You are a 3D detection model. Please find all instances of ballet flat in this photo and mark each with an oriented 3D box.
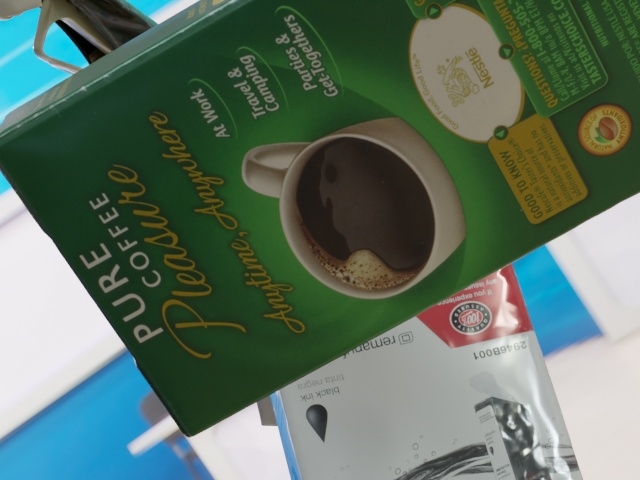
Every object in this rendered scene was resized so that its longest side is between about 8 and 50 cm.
[{"bbox_3d":[-0.245,-0.221,1.300,0.095,0.280,0.096,7,62,54],"label":"ballet flat"}]

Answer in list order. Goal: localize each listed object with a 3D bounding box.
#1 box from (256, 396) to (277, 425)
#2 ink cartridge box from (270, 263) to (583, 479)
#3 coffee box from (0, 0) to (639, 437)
[{"bbox_3d":[0.000,0.000,1.322,0.127,0.231,0.262,-5,33,7],"label":"box"},{"bbox_3d":[0.081,0.173,1.055,0.197,0.272,0.114,-13,-21,-7],"label":"ink cartridge box"},{"bbox_3d":[0.010,-0.032,0.420,0.184,0.113,0.040,-30,21,7],"label":"coffee box"}]
